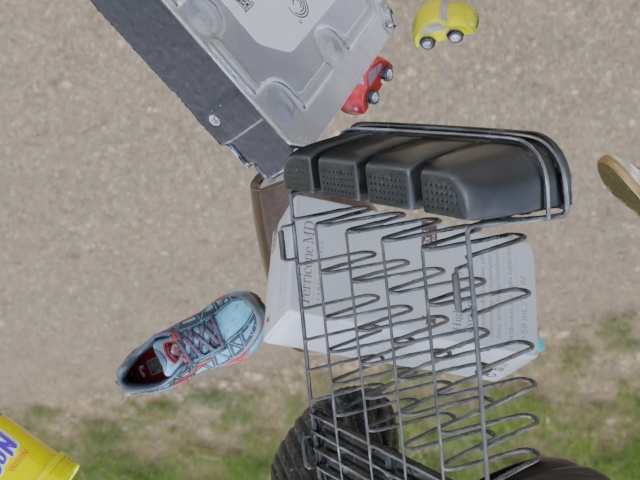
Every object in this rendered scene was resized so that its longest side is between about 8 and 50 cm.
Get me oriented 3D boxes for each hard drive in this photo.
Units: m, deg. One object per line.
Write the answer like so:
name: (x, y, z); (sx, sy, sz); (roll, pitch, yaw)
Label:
hard drive: (-0.093, -0.240, 0.766); (0.064, 0.237, 0.339); (-26, 112, 42)

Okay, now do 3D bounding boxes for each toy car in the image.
toy car: (0.088, -0.316, 1.415); (0.239, 0.225, 0.053); (-35, 137, 4)

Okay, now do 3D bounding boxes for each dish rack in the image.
dish rack: (0.056, 0.068, 0.592); (0.074, 0.208, 0.271); (-13, 104, -30)

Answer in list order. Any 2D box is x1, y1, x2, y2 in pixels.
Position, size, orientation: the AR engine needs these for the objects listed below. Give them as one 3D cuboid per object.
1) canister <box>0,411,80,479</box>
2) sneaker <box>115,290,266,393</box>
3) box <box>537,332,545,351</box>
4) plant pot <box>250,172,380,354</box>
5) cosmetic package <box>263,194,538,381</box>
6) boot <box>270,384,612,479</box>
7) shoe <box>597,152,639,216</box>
canister: (-0.362, 0.239, 1.011); (0.170, 0.126, 0.073); (35, 165, 3)
sneaker: (-0.195, 0.167, 1.447); (0.262, 0.125, 0.104); (-33, 84, 16)
box: (0.223, 0.114, 1.305); (0.060, 0.100, 0.244); (-29, 178, -6)
plant pot: (0.000, 0.000, 1.313); (0.215, 0.215, 0.230); (-17, 115, 24)
cosmetic package: (0.072, 0.046, 0.863); (0.231, 0.117, 0.085); (11, 151, -16)
boot: (0.087, 0.227, 0.866); (0.348, 0.260, 0.131); (-38, 121, 22)
shoe: (0.493, -0.073, 1.448); (0.219, 0.076, 0.058); (38, 86, -31)
